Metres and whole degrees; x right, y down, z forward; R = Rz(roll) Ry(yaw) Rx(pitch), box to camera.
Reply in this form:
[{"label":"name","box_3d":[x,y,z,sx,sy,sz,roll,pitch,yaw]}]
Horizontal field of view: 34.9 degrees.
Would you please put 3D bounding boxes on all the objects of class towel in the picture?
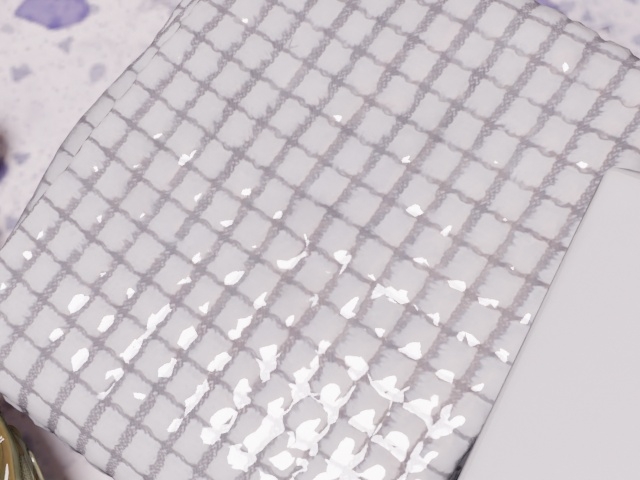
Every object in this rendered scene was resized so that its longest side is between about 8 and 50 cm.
[{"label":"towel","box_3d":[0.000,0.000,0.483,0.235,0.121,0.283,31,81,17]}]

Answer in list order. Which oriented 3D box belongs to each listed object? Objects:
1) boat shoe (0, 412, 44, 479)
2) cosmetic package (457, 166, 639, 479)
[{"label":"boat shoe","box_3d":[-0.148,0.129,0.469,0.056,0.048,0.153,-33,74,-7]},{"label":"cosmetic package","box_3d":[0.103,0.197,0.344,0.156,0.217,0.385,23,80,30]}]
